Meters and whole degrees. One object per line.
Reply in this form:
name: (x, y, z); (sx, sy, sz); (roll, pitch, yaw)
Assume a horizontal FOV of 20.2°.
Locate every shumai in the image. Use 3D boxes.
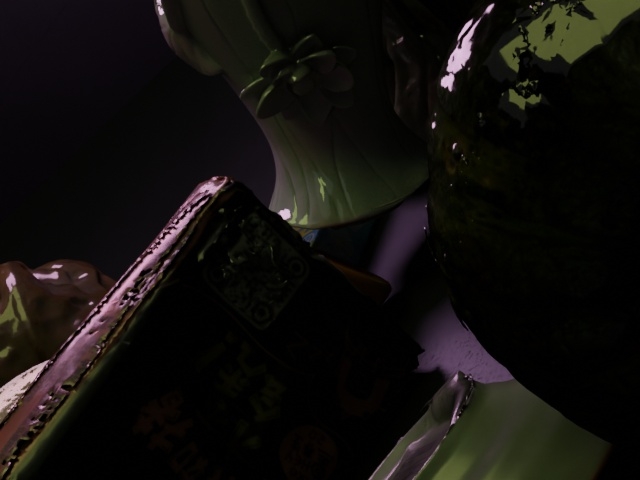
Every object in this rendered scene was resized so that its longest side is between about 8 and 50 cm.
shumai: (0.108, -0.248, 1.815); (0.304, 0.263, 0.309); (-29, 23, 49)

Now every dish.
dish: (0.075, 0.162, 1.114); (0.260, 0.085, 0.260); (-49, 2, 2)

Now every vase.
vase: (-0.033, -0.227, 1.640); (0.250, 0.445, 0.250); (-19, 14, 5)

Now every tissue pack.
tissue pack: (-0.096, 0.139, 1.412); (0.332, 0.245, 0.123); (-54, 20, -25)

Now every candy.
candy: (0.000, 0.000, 1.837); (0.097, 0.062, 0.194); (-33, 21, 34)

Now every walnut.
walnut: (-0.307, 0.138, 1.959); (0.273, 0.227, 0.273); (-37, 21, 16)

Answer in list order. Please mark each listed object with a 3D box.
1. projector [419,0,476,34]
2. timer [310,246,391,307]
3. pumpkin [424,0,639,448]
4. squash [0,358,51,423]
projector: (0.315, -0.359, 1.561); (0.405, 0.242, 0.395); (-26, 31, 48)
timer: (-0.023, 0.085, 1.633); (0.152, 0.132, 0.132); (-68, 16, 3)
pumpkin: (0.207, -0.030, 0.971); (0.320, 0.320, 0.192); (-41, 26, 13)
squash: (-0.196, 0.156, 1.710); (0.260, 0.189, 0.189); (-42, 16, 24)
